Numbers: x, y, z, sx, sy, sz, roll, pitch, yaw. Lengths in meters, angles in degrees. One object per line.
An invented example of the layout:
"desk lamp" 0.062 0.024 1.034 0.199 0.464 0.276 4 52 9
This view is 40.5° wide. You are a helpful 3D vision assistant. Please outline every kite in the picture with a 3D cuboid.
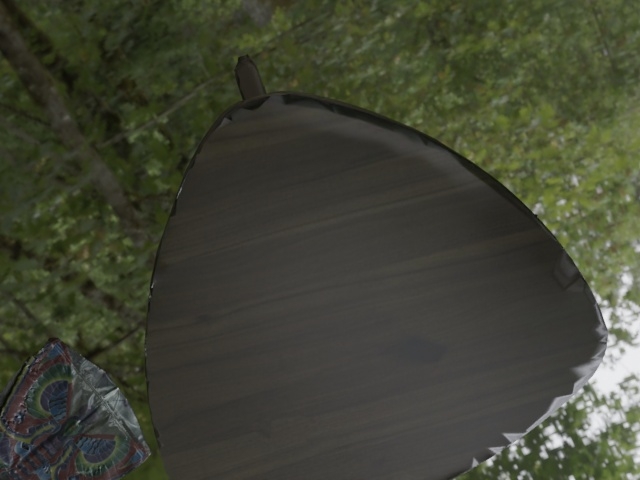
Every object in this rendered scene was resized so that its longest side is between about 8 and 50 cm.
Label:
"kite" -0.269 0.210 0.674 0.285 0.152 0.015 -42 -146 -24

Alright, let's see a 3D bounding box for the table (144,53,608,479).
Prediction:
"table" 0.000 0.000 0.655 0.317 0.317 0.249 -28 -154 3
